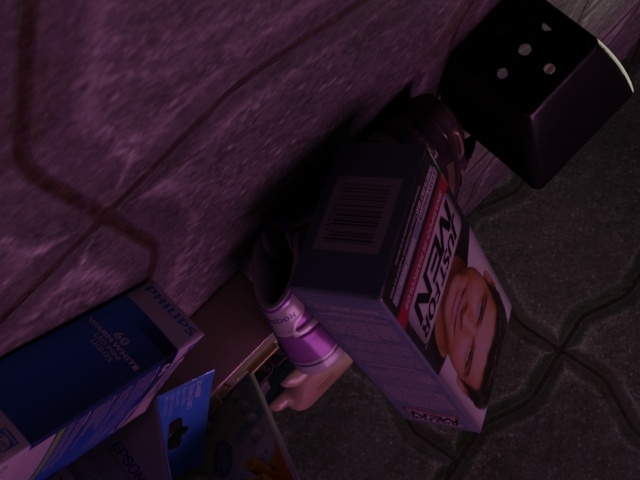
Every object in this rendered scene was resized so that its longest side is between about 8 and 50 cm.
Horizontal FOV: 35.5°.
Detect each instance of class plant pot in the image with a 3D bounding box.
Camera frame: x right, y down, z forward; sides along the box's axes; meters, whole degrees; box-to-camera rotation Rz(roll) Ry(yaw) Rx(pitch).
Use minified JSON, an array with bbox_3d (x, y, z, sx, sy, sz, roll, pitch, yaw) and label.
[{"bbox_3d":[0.268,-0.210,1.273,0.188,0.187,0.167,-46,159,0],"label":"plant pot"}]

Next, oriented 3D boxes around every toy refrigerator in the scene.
[{"bbox_3d":[-0.158,0.170,1.228,0.269,0.094,0.102,-45,171,-8],"label":"toy refrigerator"}]

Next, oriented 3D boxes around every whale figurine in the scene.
[{"bbox_3d":[-0.037,0.215,1.843,0.216,0.141,0.272,-46,167,0],"label":"whale figurine"}]

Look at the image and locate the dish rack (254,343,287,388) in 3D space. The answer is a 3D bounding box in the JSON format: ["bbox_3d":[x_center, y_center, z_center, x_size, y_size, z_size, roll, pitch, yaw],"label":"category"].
[{"bbox_3d":[-0.074,0.150,1.607,0.208,0.074,0.271,-47,169,0],"label":"dish rack"}]

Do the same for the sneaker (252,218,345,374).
[{"bbox_3d":[0.001,0.000,1.190,0.102,0.161,0.282,-10,-138,27],"label":"sneaker"}]

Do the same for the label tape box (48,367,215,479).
[{"bbox_3d":[-0.236,0.309,1.047,0.347,0.115,0.249,-27,154,-27],"label":"label tape box"}]

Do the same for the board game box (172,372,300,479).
[{"bbox_3d":[-0.204,0.358,1.300,0.390,0.050,0.390,-51,-156,5],"label":"board game box"}]

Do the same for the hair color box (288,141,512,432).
[{"bbox_3d":[0.110,0.066,1.170,0.374,0.113,0.185,53,50,-51],"label":"hair color box"}]

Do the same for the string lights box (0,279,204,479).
[{"bbox_3d":[-0.225,0.141,0.852,0.133,0.077,0.259,-51,170,32],"label":"string lights box"}]

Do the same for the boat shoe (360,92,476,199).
[{"bbox_3d":[0.148,-0.102,1.309,0.130,0.132,0.355,-48,171,3],"label":"boat shoe"}]
